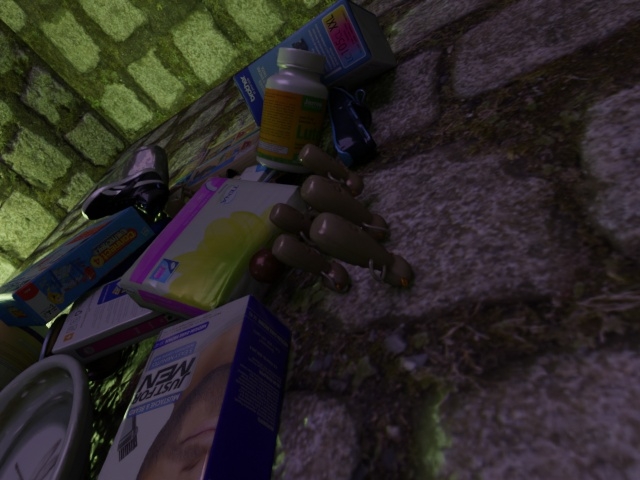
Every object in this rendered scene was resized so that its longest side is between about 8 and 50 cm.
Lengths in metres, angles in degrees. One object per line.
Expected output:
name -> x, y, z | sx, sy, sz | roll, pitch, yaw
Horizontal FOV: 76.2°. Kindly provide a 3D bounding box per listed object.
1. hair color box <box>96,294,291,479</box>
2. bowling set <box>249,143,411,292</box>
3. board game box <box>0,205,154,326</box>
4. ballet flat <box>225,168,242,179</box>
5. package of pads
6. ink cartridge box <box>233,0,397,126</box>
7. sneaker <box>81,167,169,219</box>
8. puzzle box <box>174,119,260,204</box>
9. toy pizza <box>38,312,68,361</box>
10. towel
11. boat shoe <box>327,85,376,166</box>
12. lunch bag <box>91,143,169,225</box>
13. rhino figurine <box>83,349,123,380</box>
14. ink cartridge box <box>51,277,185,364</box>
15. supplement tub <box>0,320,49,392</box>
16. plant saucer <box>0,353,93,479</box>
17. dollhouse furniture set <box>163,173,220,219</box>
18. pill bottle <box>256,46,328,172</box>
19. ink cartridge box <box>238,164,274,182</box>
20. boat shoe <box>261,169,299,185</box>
hair color box -> -0.155, 0.246, 0.495 | 0.185, 0.110, 0.338 | -24, 37, 23
bowling set -> 0.000, 0.000, 0.635 | 0.200, 0.154, 0.286 | -47, 28, 27
board game box -> -0.597, 0.064, 0.970 | 0.308, 0.086, 0.302 | -11, 31, 42
ballet flat -> -0.241, -0.169, 1.117 | 0.058, 0.049, 0.173 | -27, 18, -13
package of pads -> -0.173, 0.010, 0.743 | 0.229, 0.101, 0.296 | 10, 53, 26
ink cartridge box -> -0.031, -0.427, 1.066 | 0.396, 0.151, 0.270 | -23, 8, 28
sneaker -> -0.505, -0.097, 1.076 | 0.217, 0.079, 0.121 | -36, 69, -15
puzzle box -> -0.319, -0.267, 1.350 | 0.409, 0.052, 0.272 | -23, 35, 27
toy pizza -> -0.551, 0.257, 0.872 | 0.201, 0.032, 0.201 | -174, 90, -74
towel -> -0.549, 0.056, 1.136 | 0.309, 0.076, 0.227 | -22, 26, 24
boat shoe -> 0.076, -0.259, 0.902 | 0.089, 0.109, 0.258 | -21, 52, 17
lunch bag -> -0.562, -0.131, 1.263 | 0.287, 0.169, 0.235 | -28, 56, 32
rhino figurine -> -0.471, 0.207, 0.898 | 0.107, 0.073, 0.243 | -13, 34, 0
ink cartridge box -> -0.334, 0.113, 0.835 | 0.371, 0.069, 0.175 | -24, 32, -1
supplement tub -> -0.854, 0.336, 0.989 | 0.241, 0.241, 0.331 | -20, 37, 30
plant saucer -> -0.479, 0.386, 0.641 | 0.401, 0.100, 0.400 | -23, 43, 23
dollhouse furniture set -> -0.346, -0.111, 1.137 | 0.161, 0.101, 0.182 | -36, 32, 6
pill bottle -> -0.059, -0.283, 0.900 | 0.136, 0.137, 0.245 | -136, 52, -58
ink cartridge box -> -0.176, -0.104, 0.989 | 0.104, 0.060, 0.180 | -3, 47, 44
boat shoe -> -0.110, -0.105, 0.916 | 0.066, 0.066, 0.183 | -4, 46, 42
